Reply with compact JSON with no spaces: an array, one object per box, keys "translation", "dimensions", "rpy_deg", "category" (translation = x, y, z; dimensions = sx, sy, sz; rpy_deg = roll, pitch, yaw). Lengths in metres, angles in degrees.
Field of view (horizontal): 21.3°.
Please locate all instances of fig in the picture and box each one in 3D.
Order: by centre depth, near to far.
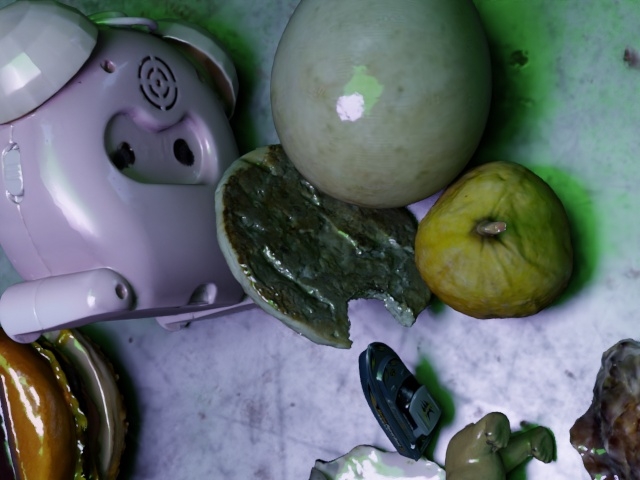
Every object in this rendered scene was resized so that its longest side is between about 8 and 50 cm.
[{"translation":[0.166,-0.001,1.611],"dimensions":[0.159,0.257,0.159],"rpy_deg":[0,85,5],"category":"fig"}]

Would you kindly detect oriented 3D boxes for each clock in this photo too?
[{"translation":[-0.201,-0.075,1.717],"dimensions":[0.184,0.342,0.325],"rpy_deg":[-17,80,29],"category":"clock"}]

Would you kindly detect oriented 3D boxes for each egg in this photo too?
[{"translation":[0.063,-0.172,1.687],"dimensions":[0.218,0.218,0.295],"rpy_deg":[-2,62,21],"category":"egg"}]

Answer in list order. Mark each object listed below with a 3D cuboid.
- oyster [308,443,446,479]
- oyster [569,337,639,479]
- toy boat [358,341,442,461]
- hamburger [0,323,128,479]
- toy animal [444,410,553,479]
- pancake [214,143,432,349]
[{"translation":[0.077,0.310,1.689],"dimensions":[0.214,0.083,0.222],"rpy_deg":[3,59,3],"category":"oyster"},{"translation":[0.346,0.207,1.594],"dimensions":[0.271,0.100,0.275],"rpy_deg":[42,103,36],"category":"oyster"},{"translation":[0.075,0.153,1.684],"dimensions":[0.060,0.141,0.055],"rpy_deg":[0,42,39],"category":"toy boat"},{"translation":[-0.342,0.200,1.789],"dimensions":[0.291,0.225,0.291],"rpy_deg":[0,90,21],"category":"hamburger"},{"translation":[0.142,0.257,1.631],"dimensions":[0.101,0.103,0.218],"rpy_deg":[-14,45,36],"category":"toy animal"},{"translation":[0.000,0.000,1.695],"dimensions":[0.253,0.254,0.037],"rpy_deg":[53,135,19],"category":"pancake"}]
